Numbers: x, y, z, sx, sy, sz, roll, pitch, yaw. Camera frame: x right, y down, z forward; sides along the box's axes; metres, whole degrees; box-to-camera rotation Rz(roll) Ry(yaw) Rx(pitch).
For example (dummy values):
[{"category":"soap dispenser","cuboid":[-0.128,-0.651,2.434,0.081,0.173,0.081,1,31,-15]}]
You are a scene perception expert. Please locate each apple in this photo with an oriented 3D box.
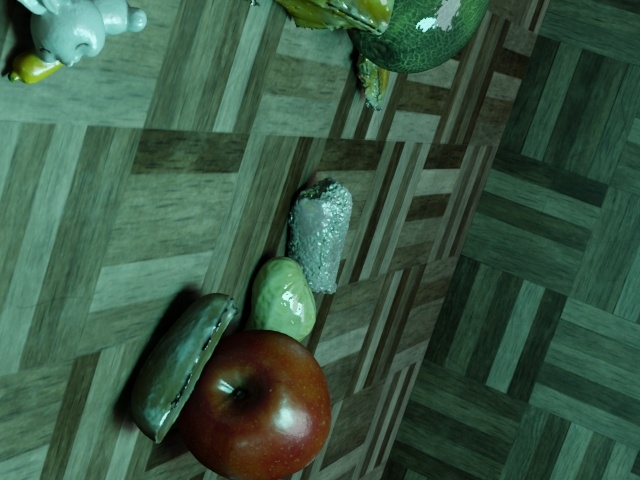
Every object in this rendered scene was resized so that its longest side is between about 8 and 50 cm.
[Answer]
[{"category":"apple","cuboid":[-0.114,0.276,2.004,0.260,0.260,0.216,-63,160,-13]}]

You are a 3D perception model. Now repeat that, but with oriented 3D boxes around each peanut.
[{"category":"peanut","cuboid":[-0.077,0.160,2.159,0.111,0.125,0.274,-71,175,-67]}]

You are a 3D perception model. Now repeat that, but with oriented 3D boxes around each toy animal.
[{"category":"toy animal","cuboid":[-0.283,-0.240,1.271,0.182,0.131,0.127,-34,110,-70]}]

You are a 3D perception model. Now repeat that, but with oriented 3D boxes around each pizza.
[{"category":"pizza","cuboid":[0.100,-0.328,2.214,0.185,0.052,0.195,-55,153,-51]}]

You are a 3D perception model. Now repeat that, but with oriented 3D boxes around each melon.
[{"category":"melon","cuboid":[0.169,-0.423,2.009,0.301,0.237,0.237,-59,159,-25]}]

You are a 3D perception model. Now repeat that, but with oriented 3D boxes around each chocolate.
[{"category":"chocolate","cuboid":[-0.223,0.188,1.865,0.261,0.083,0.161,-61,177,-18]}]

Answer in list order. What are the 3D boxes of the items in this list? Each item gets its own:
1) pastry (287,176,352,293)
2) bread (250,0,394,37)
[{"category":"pastry","cuboid":[-0.008,0.009,2.220,0.112,0.103,0.265,-42,147,-38]},{"category":"bread","cuboid":[-0.036,-0.444,1.714,0.315,0.279,0.248,27,82,-28]}]
